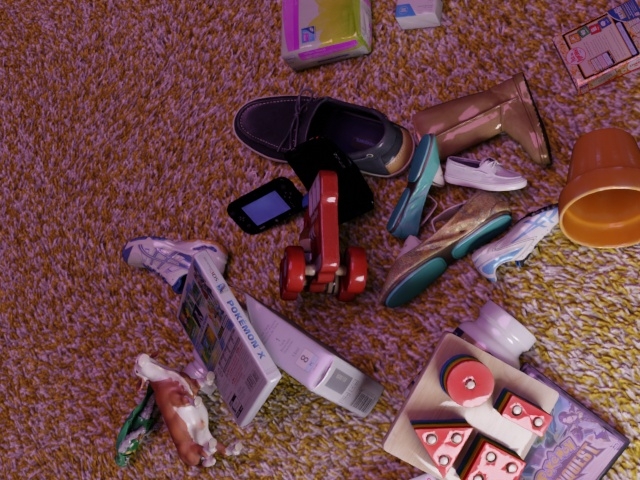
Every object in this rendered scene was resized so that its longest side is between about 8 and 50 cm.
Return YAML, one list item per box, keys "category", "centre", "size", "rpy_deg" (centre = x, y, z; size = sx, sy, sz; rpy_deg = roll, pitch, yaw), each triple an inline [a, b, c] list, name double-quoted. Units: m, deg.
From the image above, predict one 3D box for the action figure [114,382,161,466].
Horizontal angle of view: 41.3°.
- category: "action figure"
  centre: [-0.423, 0.434, 2.012]
  size: [0.063, 0.137, 0.232]
  rpy_deg: [31, 95, 17]

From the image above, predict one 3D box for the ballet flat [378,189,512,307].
- category: "ballet flat"
  centre: [0.254, 0.012, 1.853]
  size: [0.348, 0.123, 0.123]
  rpy_deg: [-36, 61, 2]

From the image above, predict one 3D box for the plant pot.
- category: "plant pot"
  centre: [0.583, -0.117, 1.717]
  size: [0.205, 0.205, 0.188]
  rpy_deg: [-9, 52, 21]

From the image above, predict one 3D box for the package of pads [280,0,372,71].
- category: "package of pads"
  centre: [0.017, -0.602, 2.187]
  size: [0.229, 0.101, 0.296]
  rpy_deg: [-9, 68, 21]

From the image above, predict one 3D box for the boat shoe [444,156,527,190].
- category: "boat shoe"
  centre: [0.361, -0.152, 1.858]
  size: [0.184, 0.066, 0.063]
  rpy_deg: [13, 119, 33]

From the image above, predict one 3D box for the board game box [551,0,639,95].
- category: "board game box"
  centre: [0.634, -0.429, 1.881]
  size: [0.193, 0.045, 0.146]
  rpy_deg: [-24, 64, 15]

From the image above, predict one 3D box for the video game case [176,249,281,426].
- category: "video game case"
  centre: [-0.201, 0.213, 1.764]
  size: [0.036, 0.329, 0.300]
  rpy_deg: [-25, 73, -25]

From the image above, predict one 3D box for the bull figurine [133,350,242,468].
- category: "bull figurine"
  centre: [-0.301, 0.374, 1.896]
  size: [0.188, 0.310, 0.101]
  rpy_deg: [-6, 23, 44]

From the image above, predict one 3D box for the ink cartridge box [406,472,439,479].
- category: "ink cartridge box"
  centre: [0.188, 0.542, 1.716]
  size: [0.150, 0.063, 0.109]
  rpy_deg: [-26, 63, 14]

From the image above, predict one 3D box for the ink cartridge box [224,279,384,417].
- category: "ink cartridge box"
  centre: [-0.075, 0.218, 1.811]
  size: [0.385, 0.308, 0.091]
  rpy_deg: [30, 84, 30]

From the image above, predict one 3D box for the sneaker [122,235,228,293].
- category: "sneaker"
  centre: [-0.376, 0.065, 2.116]
  size: [0.296, 0.112, 0.131]
  rpy_deg: [0, 72, 25]

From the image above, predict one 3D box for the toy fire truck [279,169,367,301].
- category: "toy fire truck"
  centre: [0.000, 0.000, 1.870]
  size: [0.169, 0.302, 0.254]
  rpy_deg: [2, 78, -7]

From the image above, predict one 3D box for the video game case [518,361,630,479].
- category: "video game case"
  centre: [0.420, 0.422, 1.672]
  size: [0.248, 0.035, 0.275]
  rpy_deg: [38, 90, 30]

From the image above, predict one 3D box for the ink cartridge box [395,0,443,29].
- category: "ink cartridge box"
  centre: [0.251, -0.622, 2.113]
  size: [0.104, 0.060, 0.180]
  rpy_deg: [0, 72, 25]

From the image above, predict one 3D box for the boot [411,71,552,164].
- category: "boot"
  centre: [0.364, -0.231, 1.914]
  size: [0.269, 0.089, 0.236]
  rpy_deg: [-22, 66, 21]

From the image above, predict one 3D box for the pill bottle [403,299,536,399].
- category: "pill bottle"
  centre: [0.305, 0.260, 1.716]
  size: [0.153, 0.153, 0.264]
  rpy_deg: [39, 90, 30]

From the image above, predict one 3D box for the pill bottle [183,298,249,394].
- category: "pill bottle"
  centre: [-0.223, 0.250, 1.975]
  size: [0.117, 0.117, 0.208]
  rpy_deg: [39, 89, 30]

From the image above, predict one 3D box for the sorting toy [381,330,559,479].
- category: "sorting toy"
  centre: [0.290, 0.346, 1.598]
  size: [0.255, 0.089, 0.257]
  rpy_deg: [29, 91, -6]

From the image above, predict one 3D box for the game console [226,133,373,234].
- category: "game console"
  centre: [-0.060, -0.100, 2.013]
  size: [0.361, 0.213, 0.044]
  rpy_deg: [-25, 20, 32]

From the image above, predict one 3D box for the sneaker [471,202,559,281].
- category: "sneaker"
  centre: [0.434, 0.000, 1.803]
  size: [0.237, 0.085, 0.086]
  rpy_deg: [-36, 87, 4]

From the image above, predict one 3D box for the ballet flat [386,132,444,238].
- category: "ballet flat"
  centre: [0.230, -0.116, 1.918]
  size: [0.087, 0.083, 0.247]
  rpy_deg: [20, 95, -15]

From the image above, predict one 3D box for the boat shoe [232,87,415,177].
- category: "boat shoe"
  centre: [-0.012, -0.272, 2.052]
  size: [0.500, 0.156, 0.187]
  rpy_deg: [17, 81, 29]
